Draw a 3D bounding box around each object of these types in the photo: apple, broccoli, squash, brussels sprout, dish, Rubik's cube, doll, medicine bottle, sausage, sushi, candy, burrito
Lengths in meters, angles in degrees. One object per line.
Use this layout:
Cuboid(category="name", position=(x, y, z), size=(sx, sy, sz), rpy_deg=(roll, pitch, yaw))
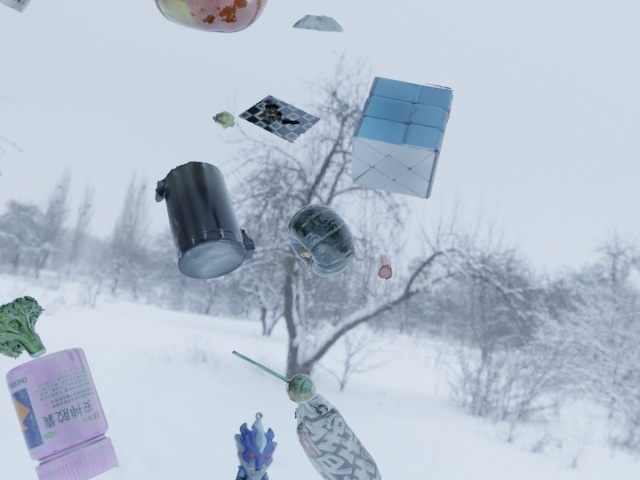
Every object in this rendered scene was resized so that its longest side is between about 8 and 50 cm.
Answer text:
Cuboid(category="apple", position=(-0.309, -0.747, 1.837), size=(0.348, 0.277, 0.348), rpy_deg=(7, 25, -3))
Cuboid(category="broccoli", position=(-0.872, 0.270, 1.866), size=(0.194, 0.194, 0.219), rpy_deg=(7, 20, 35))
Cuboid(category="squash", position=(0.000, 0.000, 2.103), size=(0.165, 0.252, 0.252), rpy_deg=(-36, 17, -23))
Cuboid(category="brussels sprout", position=(-0.374, -0.471, 2.478), size=(0.085, 0.085, 0.058), rpy_deg=(8, -36, 19))
Cuboid(category="dish", position=(-0.002, -0.555, 1.639), size=(0.137, 0.039, 0.091), rpy_deg=(-1, 20, -15))
Cuboid(category="Rubik's cube", position=(0.221, -0.280, 1.757), size=(0.231, 0.225, 0.221), rpy_deg=(13, -29, 9))
Cuboid(category="doll", position=(-0.134, 0.442, 1.309), size=(0.096, 0.195, 0.070), rpy_deg=(18, -44, -19))
Cuboid(category="medicine bottle", position=(-0.586, 0.407, 1.463), size=(0.178, 0.291, 0.178), rpy_deg=(-20, -9, -3))
Cuboid(category="sausage", position=(0.196, 0.072, 1.968), size=(0.048, 0.050, 0.145), rpy_deg=(-19, 16, 10))
Cuboid(category="sushi", position=(-0.111, -0.329, 1.791), size=(0.201, 0.139, 0.031), rpy_deg=(30, -37, 25))
Cuboid(category="candy", position=(-0.096, 0.259, 1.260), size=(0.202, 0.061, 0.061), rpy_deg=(22, 1, 27))
Cuboid(category="burrito", position=(0.034, 0.525, 1.628), size=(0.101, 0.139, 0.445), rpy_deg=(13, -39, 49))

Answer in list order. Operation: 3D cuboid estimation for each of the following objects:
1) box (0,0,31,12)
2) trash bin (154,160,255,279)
Cuboid(category="box", position=(-0.554, -0.643, 1.250), size=(0.204, 0.365, 0.051), rpy_deg=(-30, -32, 32))
Cuboid(category="trash bin", position=(-0.348, -0.062, 1.911), size=(0.252, 0.302, 0.203), rpy_deg=(-6, -34, -22))
